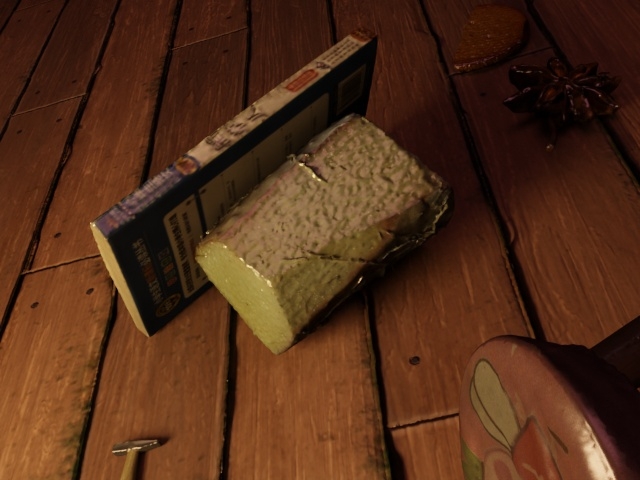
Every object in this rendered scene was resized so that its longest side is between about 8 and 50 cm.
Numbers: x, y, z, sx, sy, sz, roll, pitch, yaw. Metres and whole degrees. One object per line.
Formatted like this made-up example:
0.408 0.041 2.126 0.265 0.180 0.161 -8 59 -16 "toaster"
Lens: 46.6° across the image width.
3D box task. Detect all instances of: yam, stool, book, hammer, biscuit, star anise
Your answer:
-0.002 0.000 0.938 0.271 0.201 0.202 -39 74 -20 "yam"
0.243 0.192 0.595 0.178 0.272 0.272 -12 39 -14 "stool"
-0.093 -0.068 0.985 0.428 0.300 0.039 -40 71 -22 "book"
-0.220 0.310 0.829 0.062 0.013 0.199 -13 41 10 "hammer"
0.310 -0.365 1.330 0.126 0.025 0.206 3 47 26 "biscuit"
0.339 -0.211 1.105 0.234 0.073 0.177 -27 46 -32 "star anise"
